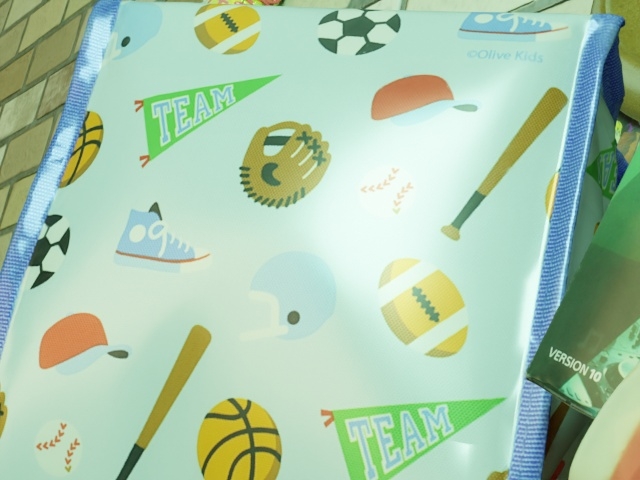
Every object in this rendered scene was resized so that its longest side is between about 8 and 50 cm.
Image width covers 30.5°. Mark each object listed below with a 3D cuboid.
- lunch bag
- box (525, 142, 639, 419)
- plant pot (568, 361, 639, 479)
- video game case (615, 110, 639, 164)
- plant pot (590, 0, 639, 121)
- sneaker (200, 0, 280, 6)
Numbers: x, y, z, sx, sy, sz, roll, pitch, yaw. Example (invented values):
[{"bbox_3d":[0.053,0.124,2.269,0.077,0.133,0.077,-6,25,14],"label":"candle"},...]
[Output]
[{"bbox_3d":[-0.007,0.079,0.671,0.328,0.239,0.385,4,65,22],"label":"lunch bag"},{"bbox_3d":[0.245,-0.043,0.564,0.058,0.232,0.322,27,92,44],"label":"box"},{"bbox_3d":[0.236,0.146,0.438,0.275,0.243,0.275,-34,44,40],"label":"plant pot"},{"bbox_3d":[0.176,-0.028,0.837,0.232,0.042,0.210,-41,37,34],"label":"video game case"},{"bbox_3d":[0.273,-0.177,0.758,0.236,0.032,0.236,-26,45,29],"label":"plant pot"},{"bbox_3d":[-0.088,-0.275,1.365,0.094,0.081,0.208,-13,58,50],"label":"sneaker"}]
